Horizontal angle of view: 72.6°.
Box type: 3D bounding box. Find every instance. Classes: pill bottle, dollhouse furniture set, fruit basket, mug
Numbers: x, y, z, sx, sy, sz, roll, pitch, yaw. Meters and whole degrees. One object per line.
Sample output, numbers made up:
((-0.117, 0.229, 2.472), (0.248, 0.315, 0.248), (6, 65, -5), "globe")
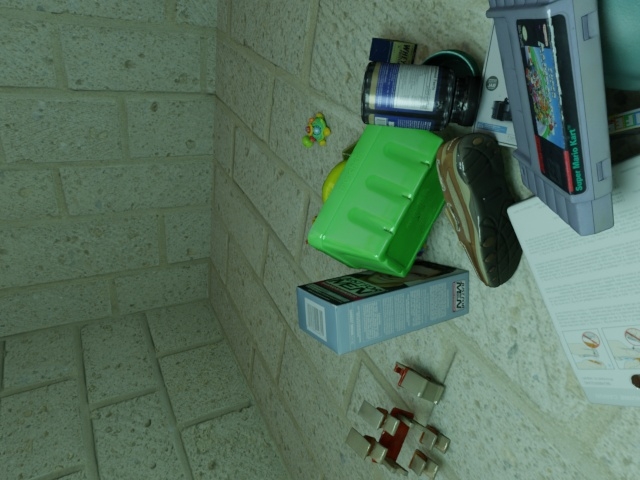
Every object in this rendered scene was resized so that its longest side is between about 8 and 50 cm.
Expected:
((0.196, -0.283, 0.863), (0.123, 0.219, 0.123), (9, -90, -80), "pill bottle")
((0.218, 0.479, 1.172), (0.135, 0.262, 0.259), (12, 74, 62), "dollhouse furniture set")
((0.106, -0.122, 1.070), (0.391, 0.283, 0.392), (-12, 66, 29), "fruit basket")
((0.282, -0.330, 0.942), (0.129, 0.097, 0.158), (-17, 106, 34), "mug")

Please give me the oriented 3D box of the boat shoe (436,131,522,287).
((0.321, -0.063, 0.897), (0.120, 0.122, 0.324), (22, 133, 64), "boat shoe")

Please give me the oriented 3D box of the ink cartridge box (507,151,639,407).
((0.510, 0.066, 0.689), (0.308, 0.091, 0.385), (-30, 80, 59), "ink cartridge box")

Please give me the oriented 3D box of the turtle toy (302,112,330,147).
((-0.021, -0.377, 1.525), (0.095, 0.066, 0.130), (67, 148, 25), "turtle toy")

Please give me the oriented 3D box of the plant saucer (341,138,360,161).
((0.144, -0.206, 1.294), (0.188, 0.045, 0.188), (-19, 81, 61), "plant saucer")

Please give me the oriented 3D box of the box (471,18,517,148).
((0.385, -0.316, 0.782), (0.169, 0.087, 0.290), (37, 129, 52), "box")

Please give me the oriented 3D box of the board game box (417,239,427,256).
((0.226, -0.022, 1.210), (0.168, 0.033, 0.133), (10, 106, 61), "board game box")

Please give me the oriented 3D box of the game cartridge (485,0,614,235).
((0.309, -0.204, 0.601), (0.230, 0.068, 0.355), (-76, -33, -62), "game cartridge")

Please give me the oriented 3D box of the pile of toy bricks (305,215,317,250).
((0.000, 0.000, 1.551), (0.212, 0.105, 0.118), (45, 135, 48), "pile of toy bricks")

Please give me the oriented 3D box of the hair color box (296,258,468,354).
((0.151, 0.142, 1.035), (0.185, 0.374, 0.114), (15, 111, 59), "hair color box")

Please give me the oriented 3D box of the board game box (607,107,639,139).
((0.476, -0.176, 0.640), (0.154, 0.103, 0.026), (-4, 94, 62), "board game box")

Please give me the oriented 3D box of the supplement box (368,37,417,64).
((0.183, -0.478, 1.107), (0.083, 0.083, 0.056), (45, 135, 48), "supplement box")

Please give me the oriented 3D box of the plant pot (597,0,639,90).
((0.426, -0.322, 0.549), (0.196, 0.293, 0.293), (77, 169, -63), "plant pot")
